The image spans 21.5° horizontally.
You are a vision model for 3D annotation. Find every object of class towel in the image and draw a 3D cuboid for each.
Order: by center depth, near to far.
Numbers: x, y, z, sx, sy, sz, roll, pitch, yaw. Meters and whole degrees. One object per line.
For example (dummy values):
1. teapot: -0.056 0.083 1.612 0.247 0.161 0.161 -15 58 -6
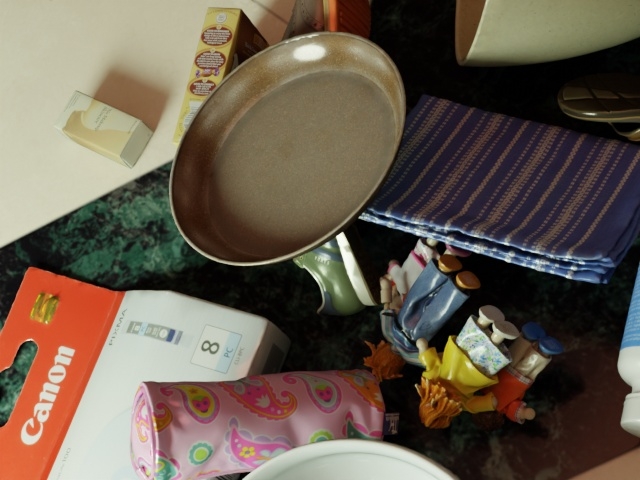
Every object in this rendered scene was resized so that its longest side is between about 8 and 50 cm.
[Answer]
1. towel: 0.215 -0.069 1.909 0.336 0.040 0.243 16 43 25

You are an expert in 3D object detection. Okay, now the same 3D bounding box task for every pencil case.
1. pencil case: -0.066 0.205 1.850 0.284 0.124 0.124 -1 63 -20

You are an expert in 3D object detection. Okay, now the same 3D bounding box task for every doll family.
1. doll family: 0.128 0.110 1.868 0.263 0.118 0.163 50 122 29

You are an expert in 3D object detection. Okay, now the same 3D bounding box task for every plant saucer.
1. plant saucer: -0.031 -0.099 1.926 0.311 0.050 0.310 -17 54 24

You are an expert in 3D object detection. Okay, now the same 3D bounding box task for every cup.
1. cup: 0.299 -0.345 1.927 0.237 0.331 0.331 9 70 -3

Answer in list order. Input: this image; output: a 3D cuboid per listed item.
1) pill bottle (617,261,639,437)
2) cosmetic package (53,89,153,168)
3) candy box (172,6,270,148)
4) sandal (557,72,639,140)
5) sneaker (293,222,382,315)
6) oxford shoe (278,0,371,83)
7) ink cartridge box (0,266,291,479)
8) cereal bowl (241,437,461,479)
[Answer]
1. pill bottle: 0.385 0.101 1.792 0.124 0.124 0.221 10 72 23
2. cosmetic package: -0.280 -0.144 2.179 0.115 0.041 0.060 23 78 26
3. candy box: -0.120 -0.183 2.099 0.053 0.109 0.186 4 71 22
4. sandal: 0.381 -0.146 1.932 0.219 0.060 0.090 3 35 6
5. sneaker: 0.000 0.000 1.982 0.086 0.064 0.192 -23 88 23
6. oxford shoe: -0.014 -0.244 2.079 0.133 0.130 0.363 -13 65 21
7. ink cartridge box: -0.264 0.198 2.008 0.385 0.091 0.308 15 75 23
8. cereal bowl: 0.042 0.377 1.777 0.339 0.141 0.339 -2 80 13
